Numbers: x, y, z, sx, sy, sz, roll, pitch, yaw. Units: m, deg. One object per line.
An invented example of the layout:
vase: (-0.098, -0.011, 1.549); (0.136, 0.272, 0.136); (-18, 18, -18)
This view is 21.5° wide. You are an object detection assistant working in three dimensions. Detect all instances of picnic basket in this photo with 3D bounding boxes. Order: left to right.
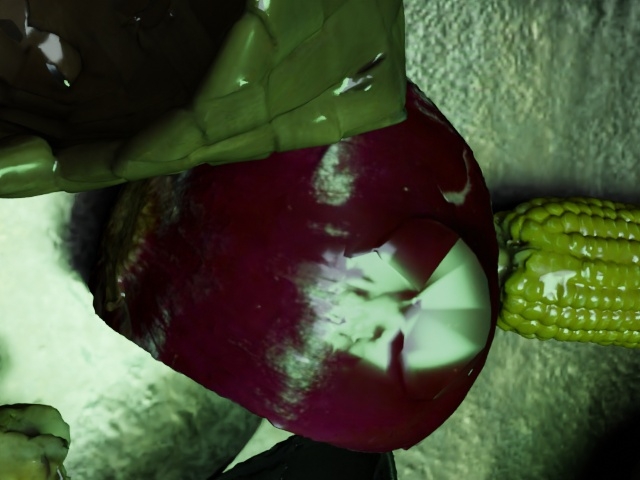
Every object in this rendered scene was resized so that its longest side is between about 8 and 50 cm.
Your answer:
picnic basket: (-0.153, -0.163, 0.757); (0.337, 0.337, 0.293); (-2, 98, -19)

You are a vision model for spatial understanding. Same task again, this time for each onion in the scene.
onion: (0.002, -0.005, 0.933); (0.216, 0.206, 0.207); (15, 96, -23)

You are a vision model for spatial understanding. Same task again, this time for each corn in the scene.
corn: (0.203, 0.024, 1.073); (0.261, 0.097, 0.097); (6, 99, -22)

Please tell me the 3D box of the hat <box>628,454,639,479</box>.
hat: (0.246, 0.266, 1.060); (0.209, 0.336, 0.238); (-28, 137, 23)

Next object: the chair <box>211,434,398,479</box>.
chair: (0.069, 0.323, 1.017); (0.226, 0.226, 0.401); (-44, 112, -7)

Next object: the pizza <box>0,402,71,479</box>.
pizza: (-0.256, 0.255, 0.893); (0.435, 0.080, 0.392); (21, 86, 4)
